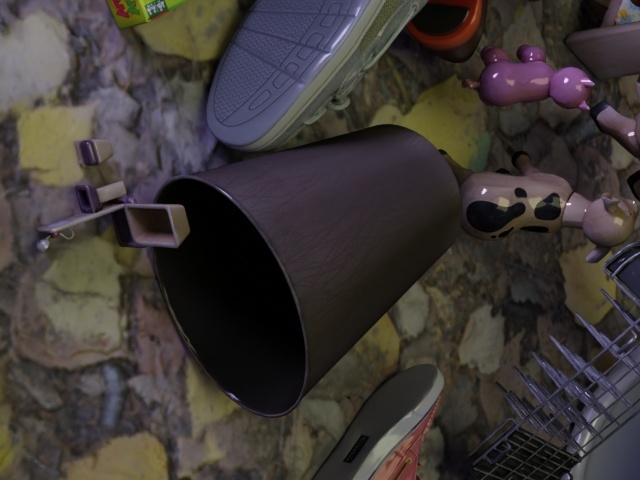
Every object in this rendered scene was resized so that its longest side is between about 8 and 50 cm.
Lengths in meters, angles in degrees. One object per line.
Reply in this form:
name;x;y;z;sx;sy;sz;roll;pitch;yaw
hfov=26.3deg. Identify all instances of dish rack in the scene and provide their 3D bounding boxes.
dish rack;0.251;0.139;1.305;0.271;0.074;0.208;-43;146;9

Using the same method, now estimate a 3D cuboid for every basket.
basket;0.000;0.000;1.118;0.227;0.154;0.204;-32;107;-41

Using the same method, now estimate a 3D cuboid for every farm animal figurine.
farm animal figurine;0.302;-0.090;1.262;0.327;0.172;0.330;32;104;-32

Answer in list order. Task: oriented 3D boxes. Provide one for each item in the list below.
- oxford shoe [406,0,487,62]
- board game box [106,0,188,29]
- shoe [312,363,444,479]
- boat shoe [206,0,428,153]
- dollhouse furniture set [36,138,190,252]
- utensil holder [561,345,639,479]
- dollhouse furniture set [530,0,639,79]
oxford shoe;0.115;-0.297;1.280;0.098;0.097;0.271;34;58;-69
board game box;-0.102;-0.248;1.101;0.181;0.043;0.092;-35;112;-36
shoe;0.063;0.197;1.222;0.178;0.063;0.081;-49;120;-25
boat shoe;0.029;-0.192;1.145;0.320;0.118;0.103;-55;137;-14
dollhouse furniture set;-0.160;-0.025;1.000;0.081;0.114;0.091;-22;105;-35
utensil holder;0.484;0.305;1.417;0.385;0.328;0.327;36;66;-38
dollhouse furniture set;0.445;-0.331;1.438;0.394;0.256;0.362;41;63;-32
